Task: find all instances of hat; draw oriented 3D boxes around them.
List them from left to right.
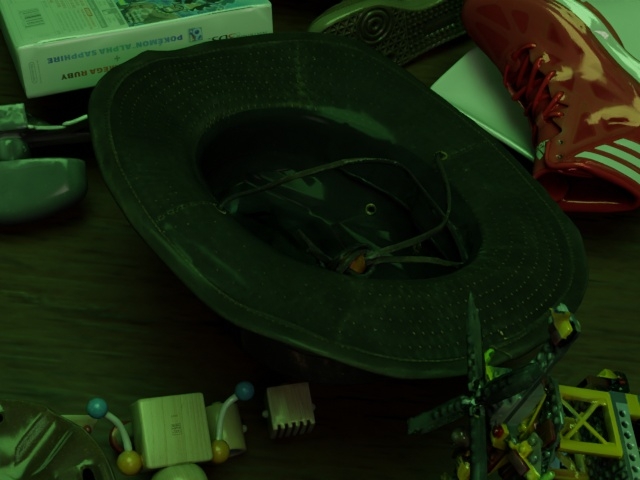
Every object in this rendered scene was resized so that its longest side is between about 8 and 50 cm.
[{"bbox_3d":[0.000,0.000,0.757,0.331,0.134,0.331,11,40,-10],"label":"hat"}]

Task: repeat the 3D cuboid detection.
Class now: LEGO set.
[{"bbox_3d":[0.079,0.210,0.550,0.192,0.255,0.331,11,59,-19],"label":"LEGO set"}]

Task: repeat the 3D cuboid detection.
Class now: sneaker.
[{"bbox_3d":[0.060,-0.190,0.970,0.188,0.066,0.071,-19,40,-24],"label":"sneaker"},{"bbox_3d":[0.172,-0.108,0.861,0.221,0.087,0.128,37,57,20],"label":"sneaker"}]

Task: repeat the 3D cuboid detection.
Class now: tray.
[{"bbox_3d":[0.220,-0.152,0.971,0.145,0.030,0.270,35,57,17],"label":"tray"}]

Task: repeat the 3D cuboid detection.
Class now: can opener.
[{"bbox_3d":[-0.136,-0.065,0.853,0.283,0.076,0.095,-5,87,-11],"label":"can opener"}]

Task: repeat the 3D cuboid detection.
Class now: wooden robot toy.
[{"bbox_3d":[-0.083,0.136,0.699,0.173,0.076,0.079,-3,68,-26],"label":"wooden robot toy"}]

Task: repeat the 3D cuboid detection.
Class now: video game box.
[{"bbox_3d":[-0.155,-0.184,0.896,0.187,0.048,0.205,-15,34,-14],"label":"video game box"}]

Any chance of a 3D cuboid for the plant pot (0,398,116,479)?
[{"bbox_3d":[-0.164,0.176,0.598,0.167,0.165,0.167,3,54,-4],"label":"plant pot"}]
